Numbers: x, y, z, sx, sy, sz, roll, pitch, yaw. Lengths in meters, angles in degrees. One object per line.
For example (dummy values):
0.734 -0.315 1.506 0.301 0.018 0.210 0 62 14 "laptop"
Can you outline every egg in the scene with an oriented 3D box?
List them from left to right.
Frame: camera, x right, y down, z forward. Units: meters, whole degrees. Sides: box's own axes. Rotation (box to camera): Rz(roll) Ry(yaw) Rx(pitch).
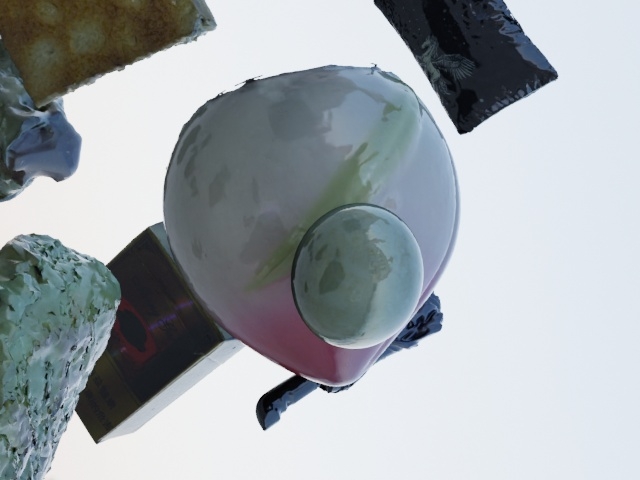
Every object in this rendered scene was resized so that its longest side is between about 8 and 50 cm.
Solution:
0.031 0.033 1.446 0.152 0.114 0.114 99 -27 -55 "egg"

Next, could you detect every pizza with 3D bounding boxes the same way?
-0.291 -0.331 2.104 0.257 0.268 0.087 68 17 -6 "pizza"

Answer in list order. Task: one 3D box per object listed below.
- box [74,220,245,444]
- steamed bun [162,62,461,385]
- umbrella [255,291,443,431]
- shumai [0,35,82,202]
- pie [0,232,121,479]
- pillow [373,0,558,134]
-0.199 0.102 1.848 0.240 0.071 0.159 -38 -101 34 "box"
0.000 0.000 1.632 0.309 0.309 0.309 168 -90 -72 "steamed bun"
0.028 0.114 1.731 0.071 0.248 0.071 41 -33 35 "umbrella"
-0.416 -0.194 2.271 0.204 0.222 0.271 -27 -103 49 "shumai"
-0.296 0.198 1.191 0.180 0.418 0.395 37 -52 1 "pie"
0.165 -0.236 1.943 0.208 0.141 0.055 61 13 15 "pillow"
